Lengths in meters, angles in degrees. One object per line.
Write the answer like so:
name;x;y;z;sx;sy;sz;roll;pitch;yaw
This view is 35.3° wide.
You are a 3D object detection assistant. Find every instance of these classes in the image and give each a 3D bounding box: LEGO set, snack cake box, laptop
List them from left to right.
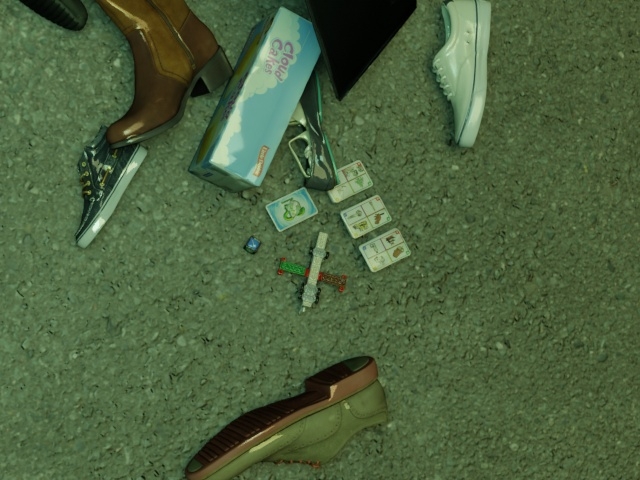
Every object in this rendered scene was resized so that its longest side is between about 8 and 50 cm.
snack cake box;-0.099;-0.211;1.550;0.089;0.152;0.264;26;80;-16
laptop;-0.054;-0.471;1.537;0.407;0.236;0.382;26;40;7
LEGO set;0.000;0.000;1.644;0.244;0.060;0.182;-27;84;-19

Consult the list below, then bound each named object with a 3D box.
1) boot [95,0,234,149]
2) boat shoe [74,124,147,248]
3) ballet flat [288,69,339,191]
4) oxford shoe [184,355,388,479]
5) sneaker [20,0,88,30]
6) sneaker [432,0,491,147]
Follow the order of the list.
boot;-0.281;-0.302;1.476;0.264;0.096;0.280;-44;113;-27
boat shoe;-0.340;-0.081;1.514;0.083;0.065;0.183;31;72;-14
ballet flat;-0.022;-0.176;1.616;0.074;0.074;0.203;-10;86;-19
oxford shoe;-0.040;0.312;1.568;0.348;0.123;0.130;-26;101;-17
sneaker;-0.435;-0.454;1.448;0.330;0.122;0.146;47;70;-25
sneaker;0.233;-0.285;1.709;0.091;0.094;0.258;4;82;0
